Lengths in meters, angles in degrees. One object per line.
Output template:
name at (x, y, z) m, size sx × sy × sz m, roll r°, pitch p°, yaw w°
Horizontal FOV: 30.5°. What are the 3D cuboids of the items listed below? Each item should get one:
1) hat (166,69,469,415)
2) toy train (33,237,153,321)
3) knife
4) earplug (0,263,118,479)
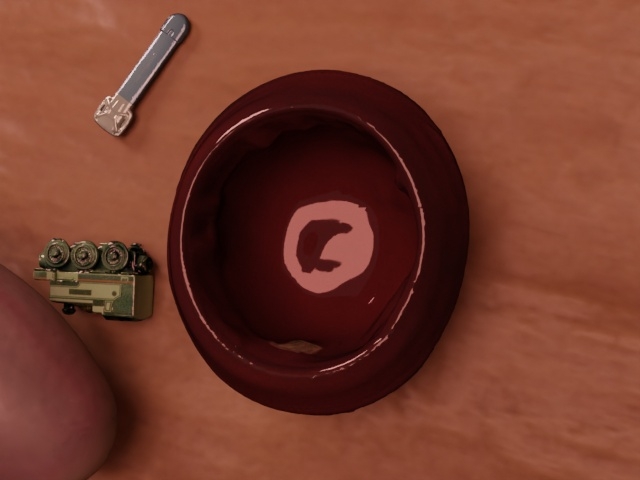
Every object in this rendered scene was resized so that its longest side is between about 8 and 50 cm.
hat at (0.000, 0.000, 0.709) m, size 0.205 × 0.089 × 0.205 m, roll -1°, pitch 88°, yaw 21°
toy train at (-0.151, 0.026, 0.785) m, size 0.083 × 0.033 × 0.053 m, roll 1°, pitch 88°, yaw 19°
knife at (-0.120, -0.114, 0.801) m, size 0.027 × 0.010 × 0.096 m, roll 37°, pitch 94°, yaw 19°
earplug at (-0.260, 0.061, 0.763) m, size 0.301 × 0.172 × 0.172 m, roll 30°, pitch 94°, yaw 11°
